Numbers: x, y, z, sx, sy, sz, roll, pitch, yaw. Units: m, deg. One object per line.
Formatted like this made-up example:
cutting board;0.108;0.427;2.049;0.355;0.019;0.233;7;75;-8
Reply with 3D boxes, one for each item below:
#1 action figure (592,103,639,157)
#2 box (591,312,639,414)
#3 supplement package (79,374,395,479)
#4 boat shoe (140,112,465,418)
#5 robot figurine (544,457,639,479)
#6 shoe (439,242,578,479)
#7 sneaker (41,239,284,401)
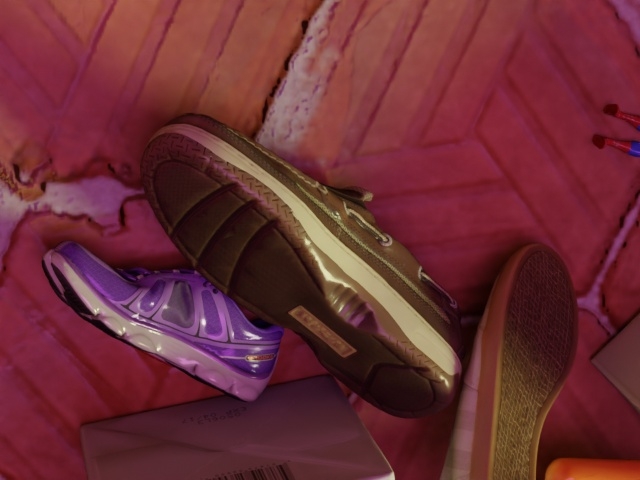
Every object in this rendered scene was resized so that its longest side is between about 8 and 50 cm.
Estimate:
action figure;0.240;-0.059;1.095;0.115;0.030;0.038;15;97;-18
box;0.393;0.056;1.085;0.345;0.168;0.215;-44;110;1
supplement package;-0.038;0.263;1.046;0.178;0.175;0.292;-11;108;-10
boat shoe;-0.006;0.003;1.033;0.095;0.095;0.257;-22;123;40
robot figurine;0.178;0.228;1.108;0.219;0.158;0.128;-1;63;-12
shoe;0.113;0.101;1.060;0.076;0.058;0.219;32;59;-32
sneaker;-0.098;0.039;1.041;0.170;0.068;0.071;30;82;-26
